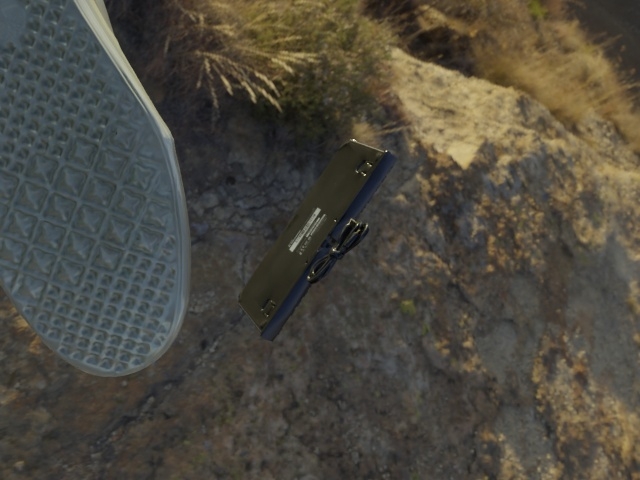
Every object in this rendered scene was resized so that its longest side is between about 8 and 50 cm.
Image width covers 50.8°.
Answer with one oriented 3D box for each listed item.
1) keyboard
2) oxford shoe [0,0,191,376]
[{"bbox_3d":[0.000,0.000,0.557,0.023,0.108,0.180,33,91,-28],"label":"keyboard"},{"bbox_3d":[-0.219,-0.107,0.557,0.130,0.169,0.449,-145,-145,-83],"label":"oxford shoe"}]
